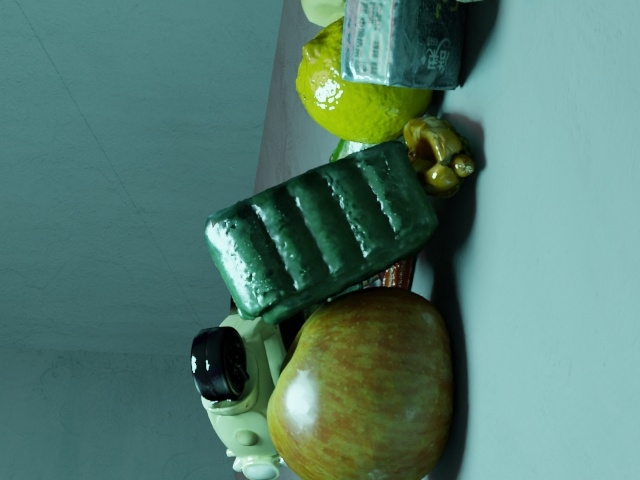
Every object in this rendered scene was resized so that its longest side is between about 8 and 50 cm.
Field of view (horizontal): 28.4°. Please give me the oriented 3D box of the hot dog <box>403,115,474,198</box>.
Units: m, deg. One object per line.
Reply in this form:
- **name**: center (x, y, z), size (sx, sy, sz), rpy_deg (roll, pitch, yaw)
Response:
- **hot dog**: center (0.162, -0.117, 1.777), size (0.269, 0.072, 0.109), rpy_deg (-128, 40, -77)

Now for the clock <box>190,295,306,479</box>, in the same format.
- **clock**: center (-0.091, 0.202, 1.937), size (0.379, 0.120, 0.276), rpy_deg (-56, -45, -63)

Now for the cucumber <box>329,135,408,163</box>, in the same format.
- **cucumber**: center (0.092, -0.159, 2.073), size (0.134, 0.134, 0.244), rpy_deg (-100, 27, -53)

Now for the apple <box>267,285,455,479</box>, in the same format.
- **apple**: center (0.051, 0.208, 1.778), size (0.309, 0.250, 0.277), rpy_deg (-97, 13, -47)

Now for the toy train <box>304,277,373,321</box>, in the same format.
- **toy train**: center (0.022, 0.130, 2.037), size (0.189, 0.126, 0.307), rpy_deg (131, 136, -65)

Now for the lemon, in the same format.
- **lemon**: center (0.070, -0.241, 1.911), size (0.192, 0.231, 0.192), rpy_deg (-39, 41, 44)

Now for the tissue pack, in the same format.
- **tissue pack**: center (0.124, -0.364, 1.703), size (0.228, 0.103, 0.315), rpy_deg (-10, -72, -58)

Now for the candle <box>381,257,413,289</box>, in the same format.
- **candle**: center (0.119, 0.082, 2.020), size (0.051, 0.048, 0.329), rpy_deg (28, 123, 34)

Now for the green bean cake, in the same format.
- **green bean cake**: center (0.000, 0.000, 1.800), size (0.308, 0.300, 0.169), rpy_deg (117, 128, -84)

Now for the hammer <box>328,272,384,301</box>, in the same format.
- **hammer**: center (0.025, 0.102, 2.195), size (0.013, 0.199, 0.062), rpy_deg (55, -169, -42)

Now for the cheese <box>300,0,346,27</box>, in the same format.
- **cheese**: center (0.076, -0.388, 1.959), size (0.226, 0.214, 0.117), rpy_deg (119, 158, -83)
